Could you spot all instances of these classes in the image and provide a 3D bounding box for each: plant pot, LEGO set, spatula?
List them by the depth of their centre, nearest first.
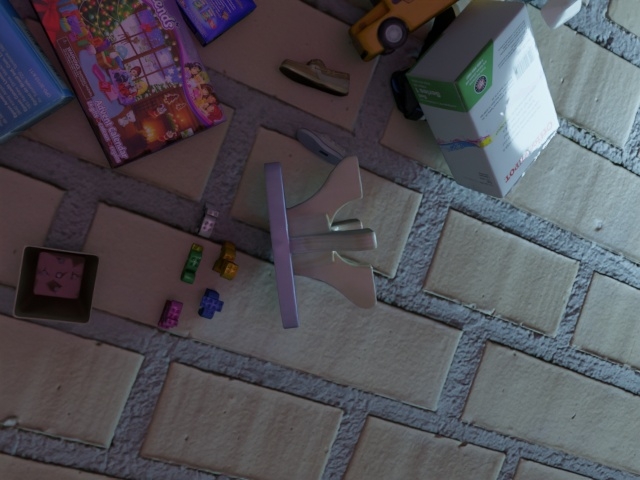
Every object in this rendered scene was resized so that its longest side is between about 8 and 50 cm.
[{"bbox_3d":[-0.407,0.062,1.029,0.109,0.096,0.109,9,93,-21],"label":"plant pot"},{"bbox_3d":[-0.186,0.057,1.109,0.086,0.093,0.227,20,89,-21],"label":"LEGO set"},{"bbox_3d":[0.471,-0.522,1.225,0.242,0.019,0.168,-40,103,-12],"label":"spatula"}]

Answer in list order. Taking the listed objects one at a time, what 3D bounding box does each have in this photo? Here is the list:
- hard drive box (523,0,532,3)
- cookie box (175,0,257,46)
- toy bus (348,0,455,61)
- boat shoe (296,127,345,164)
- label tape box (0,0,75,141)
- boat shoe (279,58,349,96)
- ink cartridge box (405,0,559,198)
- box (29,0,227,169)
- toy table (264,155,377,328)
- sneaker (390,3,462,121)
[{"bbox_3d":[0.389,-0.599,1.239,0.232,0.089,0.181,42,82,-20],"label":"hard drive box"},{"bbox_3d":[-0.174,-0.387,1.088,0.107,0.040,0.092,-39,107,-11],"label":"cookie box"},{"bbox_3d":[0.189,-0.443,1.125,0.332,0.108,0.130,-34,99,3],"label":"toy bus"},{"bbox_3d":[0.003,-0.175,1.185,0.100,0.035,0.035,31,59,-17],"label":"boat shoe"},{"bbox_3d":[-0.568,-0.216,0.925,0.347,0.115,0.249,-32,106,-2],"label":"label tape box"},{"bbox_3d":[-0.008,-0.291,1.158,0.135,0.050,0.045,15,88,-31],"label":"boat shoe"},{"bbox_3d":[0.296,-0.245,1.176,0.201,0.117,0.278,-49,132,-15],"label":"ink cartridge box"},{"bbox_3d":[-0.299,-0.285,1.046,0.200,0.057,0.294,-27,105,-15],"label":"box"},{"bbox_3d":[0.000,0.000,1.110,0.160,0.252,0.275,-8,108,-2],"label":"toy table"},{"bbox_3d":[0.190,-0.325,1.205,0.121,0.079,0.217,0,98,-21],"label":"sneaker"}]
